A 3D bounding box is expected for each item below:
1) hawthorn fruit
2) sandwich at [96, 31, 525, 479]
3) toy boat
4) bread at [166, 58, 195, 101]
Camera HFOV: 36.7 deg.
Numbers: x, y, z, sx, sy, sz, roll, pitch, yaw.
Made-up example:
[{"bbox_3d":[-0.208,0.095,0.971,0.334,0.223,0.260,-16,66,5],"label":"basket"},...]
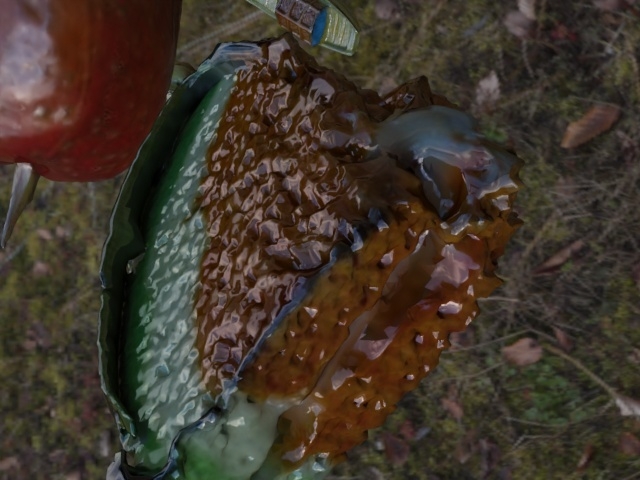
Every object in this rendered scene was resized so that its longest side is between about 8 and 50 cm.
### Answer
[{"bbox_3d":[-0.223,-0.173,0.747,0.258,0.258,0.262,20,136,40],"label":"hawthorn fruit"},{"bbox_3d":[-0.010,-0.001,0.482,0.212,0.109,0.292,-38,36,8],"label":"sandwich"},{"bbox_3d":[-0.024,-0.268,1.116,0.172,0.066,0.065,34,132,18],"label":"toy boat"},{"bbox_3d":[-0.308,-0.204,1.377,0.174,0.251,0.133,-113,32,-64],"label":"bread"}]
